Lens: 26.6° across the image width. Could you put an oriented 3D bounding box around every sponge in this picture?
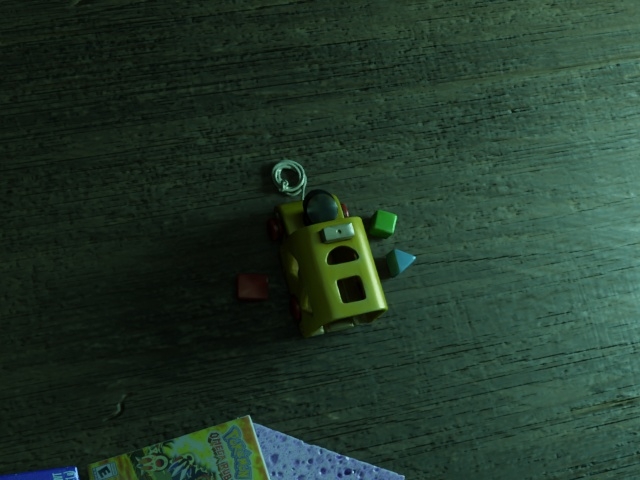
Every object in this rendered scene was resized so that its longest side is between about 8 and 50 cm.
[{"bbox_3d":[-0.015,0.289,1.518,0.210,0.031,0.117,20,69,-9],"label":"sponge"}]

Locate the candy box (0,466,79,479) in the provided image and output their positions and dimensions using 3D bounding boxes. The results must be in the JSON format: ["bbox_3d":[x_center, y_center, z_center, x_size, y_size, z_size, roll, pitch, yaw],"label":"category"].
[{"bbox_3d":[-0.370,0.372,1.287,0.317,0.122,0.268,-3,66,-33],"label":"candy box"}]

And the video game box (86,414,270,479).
[{"bbox_3d":[-0.132,0.305,1.421,0.187,0.048,0.205,-16,59,-9],"label":"video game box"}]

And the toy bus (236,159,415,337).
[{"bbox_3d":[0.008,0.010,1.570,0.202,0.104,0.191,31,68,-5],"label":"toy bus"}]
